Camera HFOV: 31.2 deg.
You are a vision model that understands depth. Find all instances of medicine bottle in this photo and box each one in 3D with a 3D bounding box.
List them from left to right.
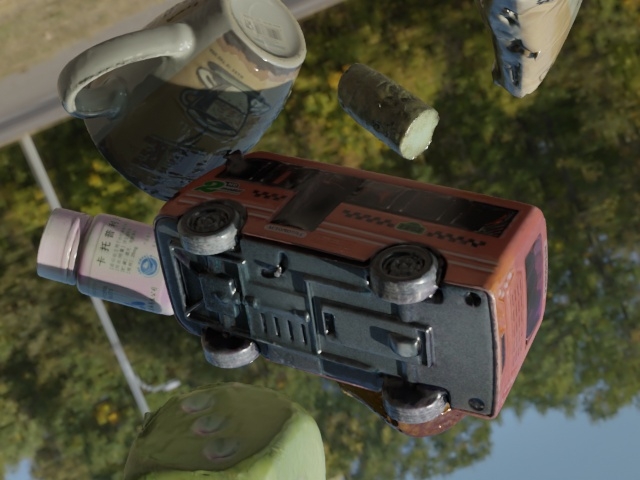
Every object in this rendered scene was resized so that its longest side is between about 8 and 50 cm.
[{"bbox_3d":[-0.360,0.033,2.024,0.254,0.152,0.152,14,-172,-3],"label":"medicine bottle"}]

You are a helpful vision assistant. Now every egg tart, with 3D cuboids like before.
[{"bbox_3d":[0.131,0.184,1.614,0.202,0.203,0.147,-24,-138,-14],"label":"egg tart"}]

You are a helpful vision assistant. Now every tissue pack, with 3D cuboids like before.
[{"bbox_3d":[0.256,-0.406,1.411,0.195,0.376,0.390,9,171,10],"label":"tissue pack"}]

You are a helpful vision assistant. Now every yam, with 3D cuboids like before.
[{"bbox_3d":[0.121,-0.246,2.143,0.107,0.107,0.194,-27,-126,-34],"label":"yam"}]

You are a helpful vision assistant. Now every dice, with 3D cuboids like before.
[{"bbox_3d":[-0.146,0.383,1.796,0.249,0.254,0.252,7,-151,22],"label":"dice"}]

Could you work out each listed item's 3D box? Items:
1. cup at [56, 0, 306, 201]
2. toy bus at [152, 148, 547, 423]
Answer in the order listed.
[{"bbox_3d":[-0.177,-0.212,1.451,0.301,0.227,0.257,2,145,-45],"label":"cup"},{"bbox_3d":[0.034,0.034,1.311,0.426,0.203,0.233,14,-140,27],"label":"toy bus"}]
